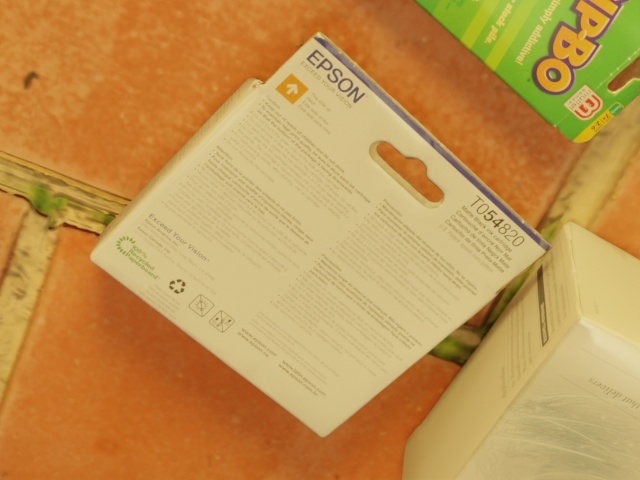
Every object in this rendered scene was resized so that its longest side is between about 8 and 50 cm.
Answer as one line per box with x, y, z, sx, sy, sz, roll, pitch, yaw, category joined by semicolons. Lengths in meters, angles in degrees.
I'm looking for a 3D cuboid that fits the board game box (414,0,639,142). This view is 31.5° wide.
0.108;-0.178;0.667;0.259;0.039;0.124;39;114;-15;board game box

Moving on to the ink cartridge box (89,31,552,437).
0.000;0.000;0.764;0.223;0.045;0.224;41;112;-19;ink cartridge box

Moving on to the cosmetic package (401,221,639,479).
0.205;0.151;0.778;0.224;0.138;0.224;28;118;-6;cosmetic package
